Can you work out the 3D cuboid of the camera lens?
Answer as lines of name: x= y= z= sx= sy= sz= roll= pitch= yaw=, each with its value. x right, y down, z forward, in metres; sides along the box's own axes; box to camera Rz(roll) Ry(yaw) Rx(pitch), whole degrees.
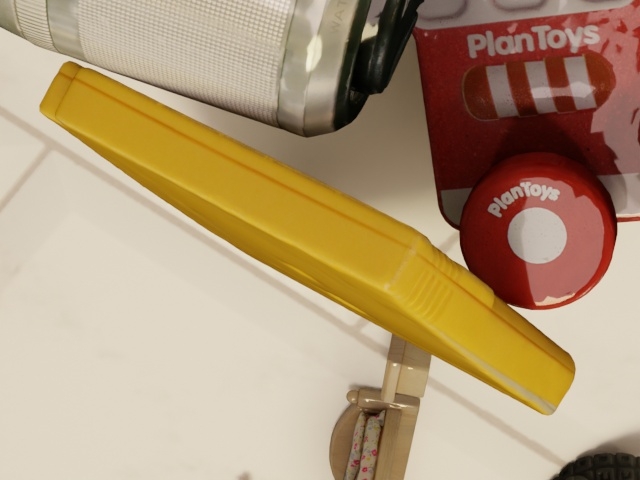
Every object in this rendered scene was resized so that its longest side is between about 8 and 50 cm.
camera lens: x=-0.070 y=-0.197 z=1.017 sx=0.274 sy=0.219 sz=0.219 roll=19 pitch=131 yaw=6

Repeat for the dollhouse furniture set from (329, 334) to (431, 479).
dollhouse furniture set: x=-0.035 y=0.284 z=1.374 sx=0.174 sy=0.303 sz=0.355 roll=10 pitch=130 yaw=2

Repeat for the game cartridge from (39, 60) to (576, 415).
game cartridge: x=0.000 y=0.000 z=1.109 sx=0.285 sy=0.052 sz=0.324 roll=27 pitch=174 yaw=29

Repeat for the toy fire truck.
toy fire truck: x=0.205 y=-0.104 z=1.116 sx=0.302 sy=0.169 sz=0.253 roll=-5 pitch=107 yaw=17

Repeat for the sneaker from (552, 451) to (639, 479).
sneaker: x=0.230 y=0.275 z=1.465 sx=0.130 sy=0.109 sz=0.286 roll=26 pitch=138 yaw=-20
